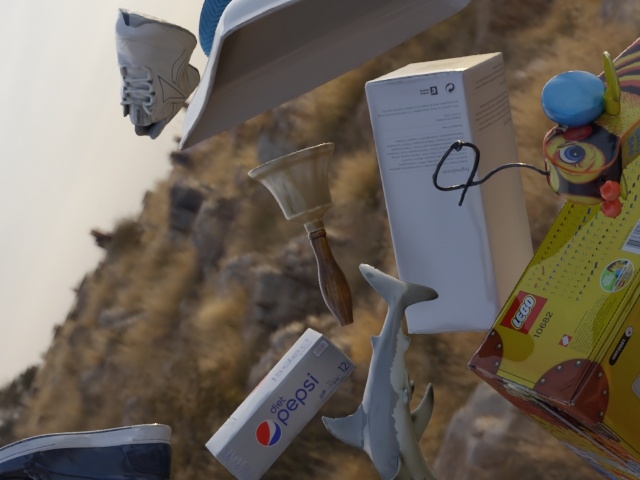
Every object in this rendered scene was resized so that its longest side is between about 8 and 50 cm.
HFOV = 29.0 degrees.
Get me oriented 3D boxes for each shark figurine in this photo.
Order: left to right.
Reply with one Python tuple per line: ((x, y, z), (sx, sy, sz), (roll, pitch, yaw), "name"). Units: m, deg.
((0.059, 0.172, 1.367), (0.166, 0.116, 0.278), (-17, -76, -65), "shark figurine")

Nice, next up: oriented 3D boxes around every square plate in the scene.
((0.032, -0.210, 1.093), (0.344, 0.049, 0.347), (-28, -4, -15), "square plate")

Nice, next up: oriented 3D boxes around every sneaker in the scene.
((-0.285, 0.312, 1.468), (0.086, 0.226, 0.163), (92, 172, -71), "sneaker")
((-0.243, -0.237, 1.794), (0.297, 0.111, 0.129), (75, -146, -72), "sneaker")
((-0.082, -0.302, 1.503), (0.092, 0.087, 0.229), (115, 180, -65), "sneaker")

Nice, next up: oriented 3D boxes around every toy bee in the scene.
((0.301, -0.095, 1.348), (0.298, 0.195, 0.162), (-46, 50, 5), "toy bee")

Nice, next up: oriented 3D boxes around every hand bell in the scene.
((0.000, 0.000, 1.691), (0.126, 0.126, 0.242), (152, 99, -78), "hand bell")

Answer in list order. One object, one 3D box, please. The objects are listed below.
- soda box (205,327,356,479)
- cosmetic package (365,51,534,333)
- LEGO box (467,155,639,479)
((-0.071, 0.294, 2.191), (0.286, 0.091, 0.098), (-48, 14, -8), "soda box")
((0.195, -0.069, 1.763), (0.197, 0.155, 0.366), (-31, -66, -62), "cosmetic package")
((0.483, 0.065, 1.623), (0.193, 0.372, 0.500), (19, 73, 55), "LEGO box")
